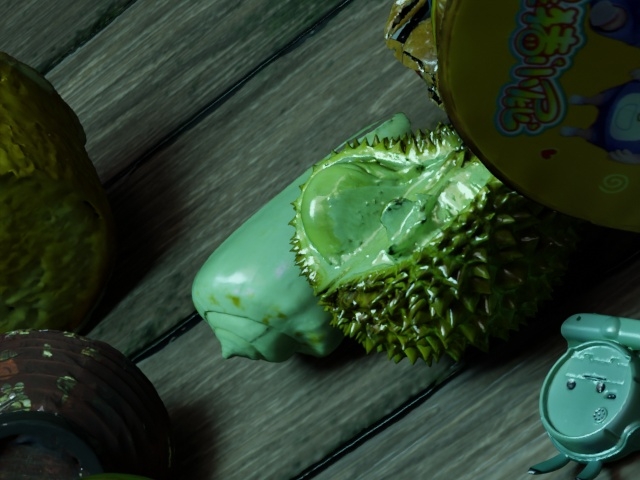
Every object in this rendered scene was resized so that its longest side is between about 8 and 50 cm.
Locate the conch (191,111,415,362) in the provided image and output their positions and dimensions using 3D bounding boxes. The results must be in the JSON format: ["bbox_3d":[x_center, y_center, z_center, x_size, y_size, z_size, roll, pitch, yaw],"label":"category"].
[{"bbox_3d":[-0.013,0.006,1.672,0.137,0.143,0.250,15,53,20],"label":"conch"}]

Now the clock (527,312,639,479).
[{"bbox_3d":[0.207,0.122,1.422,0.101,0.041,0.135,5,65,47],"label":"clock"}]

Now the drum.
[{"bbox_3d":[0.272,-0.206,1.312,0.431,0.431,0.214,-28,46,28],"label":"drum"}]

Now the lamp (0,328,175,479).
[{"bbox_3d":[-0.248,0.191,1.682,0.247,0.247,0.247,-25,46,30],"label":"lamp"}]

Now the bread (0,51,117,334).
[{"bbox_3d":[-0.378,-0.006,1.851,0.398,0.398,0.215,-42,53,13],"label":"bread"}]

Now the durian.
[{"bbox_3d":[0.101,-0.005,1.519,0.237,0.176,0.200,-22,58,40],"label":"durian"}]

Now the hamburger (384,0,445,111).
[{"bbox_3d":[0.169,-0.202,1.659,0.231,0.107,0.231,-23,47,26],"label":"hamburger"}]

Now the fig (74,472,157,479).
[{"bbox_3d":[-0.108,0.261,1.500,0.259,0.151,0.151,1,59,13],"label":"fig"}]
